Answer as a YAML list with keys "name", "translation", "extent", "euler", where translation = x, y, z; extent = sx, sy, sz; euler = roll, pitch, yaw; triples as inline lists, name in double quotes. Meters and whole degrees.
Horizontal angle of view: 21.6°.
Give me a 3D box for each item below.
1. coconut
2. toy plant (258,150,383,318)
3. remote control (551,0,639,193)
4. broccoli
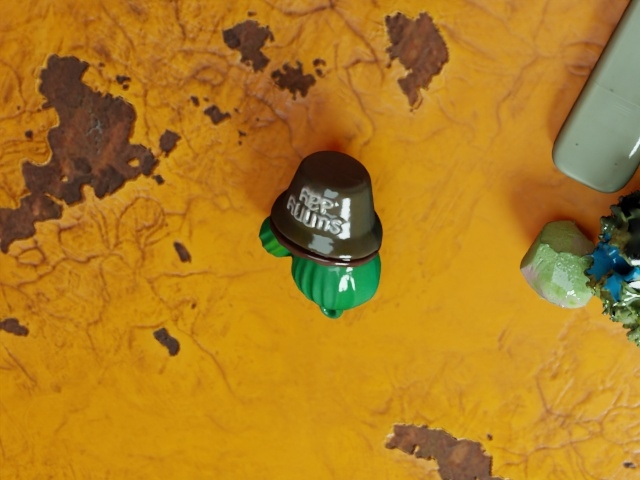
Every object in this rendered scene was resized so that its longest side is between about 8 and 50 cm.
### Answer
- name: "coconut"
  translation: [0.244, 0.028, 1.677]
  extent: [0.082, 0.083, 0.081]
  euler: [53, 131, 40]
- name: "toy plant"
  translation: [0.000, 0.000, 1.741]
  extent: [0.142, 0.105, 0.200]
  euler: [25, 133, 17]
- name: "remote control"
  translation: [0.314, -0.176, 1.574]
  extent: [0.090, 0.038, 0.310]
  euler: [27, 121, 4]
- name: "broccoli"
  translation: [0.334, 0.039, 1.602]
  extent: [0.154, 0.160, 0.167]
  euler: [19, 91, -9]
